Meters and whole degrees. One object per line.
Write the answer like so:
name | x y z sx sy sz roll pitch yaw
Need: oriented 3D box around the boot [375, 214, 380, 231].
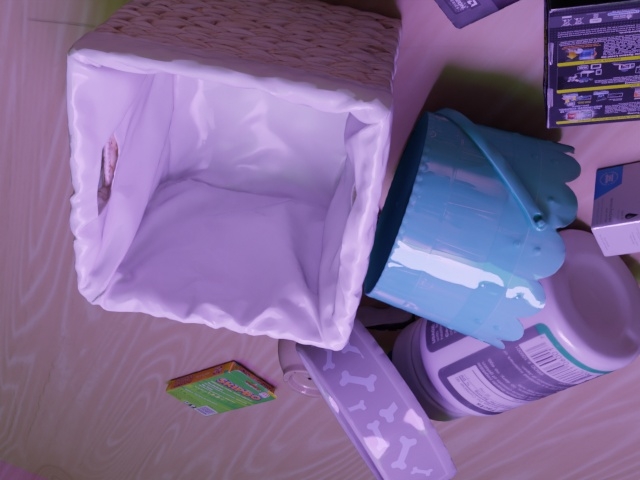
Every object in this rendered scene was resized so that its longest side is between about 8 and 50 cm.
boot | 0.000 -0.003 1.324 0.208 0.076 0.189 -8 152 41

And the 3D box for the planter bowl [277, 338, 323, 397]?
planter bowl | -0.010 0.221 1.593 0.162 0.109 0.162 12 144 9

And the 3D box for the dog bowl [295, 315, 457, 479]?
dog bowl | 0.081 0.269 1.389 0.102 0.349 0.349 -32 136 -7

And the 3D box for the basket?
basket | -0.090 -0.098 1.000 0.331 0.266 0.328 10 125 3

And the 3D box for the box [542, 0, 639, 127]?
box | 0.356 -0.197 0.847 0.270 0.060 0.216 -3 157 14

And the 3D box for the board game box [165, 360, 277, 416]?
board game box | -0.214 0.324 1.879 0.124 0.039 0.259 39 142 -28

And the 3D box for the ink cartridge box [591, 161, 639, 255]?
ink cartridge box | 0.430 -0.049 1.055 0.180 0.104 0.060 -11 134 33

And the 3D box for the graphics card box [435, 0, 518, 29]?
graphics card box | 0.213 -0.359 0.749 0.370 0.094 0.233 -17 133 40

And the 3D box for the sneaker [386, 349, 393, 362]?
sneaker | 0.140 0.292 1.644 0.092 0.087 0.229 19 146 -5

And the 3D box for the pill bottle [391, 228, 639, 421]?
pill bottle | 0.277 0.143 1.287 0.204 0.204 0.361 32 142 -18

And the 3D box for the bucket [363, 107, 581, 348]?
bucket | 0.176 -0.020 1.066 0.183 0.281 0.281 18 144 -4

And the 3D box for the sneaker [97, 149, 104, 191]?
sneaker | -0.224 -0.122 1.228 0.292 0.118 0.110 -24 125 41

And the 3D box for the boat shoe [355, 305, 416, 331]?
boat shoe | 0.103 0.137 1.492 0.125 0.046 0.038 -9 132 20
